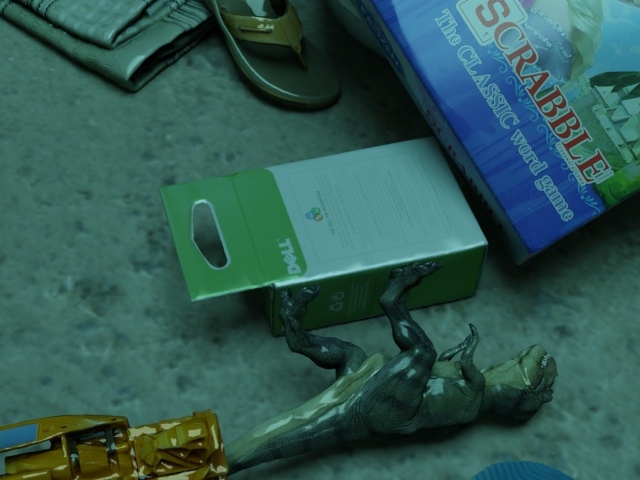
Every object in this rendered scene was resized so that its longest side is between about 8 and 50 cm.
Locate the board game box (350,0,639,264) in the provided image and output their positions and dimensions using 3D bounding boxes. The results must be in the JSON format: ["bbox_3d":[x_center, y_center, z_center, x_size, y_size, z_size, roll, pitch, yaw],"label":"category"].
[{"bbox_3d":[0.194,-0.198,0.787,0.318,0.066,0.318,-32,84,-3],"label":"board game box"}]

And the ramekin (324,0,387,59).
[{"bbox_3d":[0.112,-0.269,0.898,0.277,0.135,0.277,0,84,0],"label":"ramekin"}]

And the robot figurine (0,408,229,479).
[{"bbox_3d":[-0.184,0.189,0.591,0.291,0.085,0.211,-11,61,-11],"label":"robot figurine"}]

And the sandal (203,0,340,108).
[{"bbox_3d":[-0.047,-0.184,0.913,0.072,0.049,0.180,-27,78,-29],"label":"sandal"}]

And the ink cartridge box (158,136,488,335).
[{"bbox_3d":[0.000,0.000,0.781,0.209,0.062,0.109,-11,53,-13],"label":"ink cartridge box"}]

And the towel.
[{"bbox_3d":[-0.183,-0.299,1.015,0.324,0.056,0.312,32,56,19],"label":"towel"}]

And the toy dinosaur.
[{"bbox_3d":[0.032,0.080,0.698,0.268,0.064,0.118,-12,92,-13],"label":"toy dinosaur"}]

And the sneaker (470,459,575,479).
[{"bbox_3d":[0.085,0.199,0.617,0.229,0.092,0.087,-18,50,-42],"label":"sneaker"}]
